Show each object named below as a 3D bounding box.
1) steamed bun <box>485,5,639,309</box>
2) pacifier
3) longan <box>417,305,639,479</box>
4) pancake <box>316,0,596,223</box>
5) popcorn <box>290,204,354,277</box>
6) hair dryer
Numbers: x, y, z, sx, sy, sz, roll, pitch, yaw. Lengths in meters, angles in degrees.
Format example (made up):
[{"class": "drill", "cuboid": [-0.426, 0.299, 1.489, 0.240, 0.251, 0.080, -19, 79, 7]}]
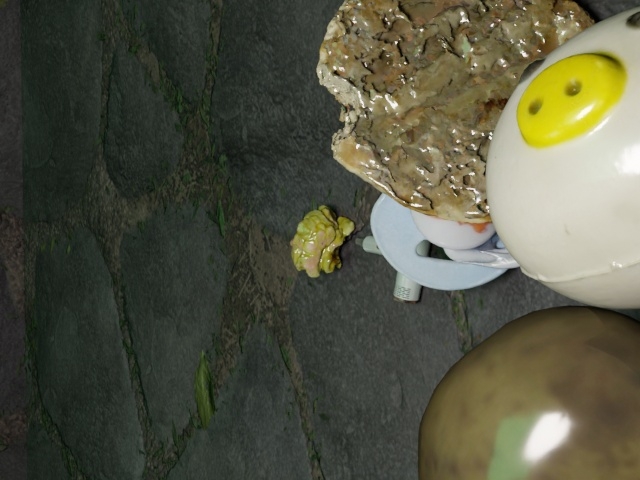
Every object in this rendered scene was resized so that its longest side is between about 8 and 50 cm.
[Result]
[{"class": "steamed bun", "cuboid": [0.353, -0.089, 1.475, 0.374, 0.334, 0.334, -21, 73, 41]}, {"class": "pacifier", "cuboid": [0.193, -0.089, 1.859, 0.233, 0.244, 0.300, -98, 17, -71]}, {"class": "longan", "cuboid": [0.290, 0.267, 1.554, 0.404, 0.336, 0.405, 21, 123, 36]}, {"class": "pancake", "cuboid": [0.174, -0.196, 1.716, 0.071, 0.382, 0.382, 95, 162, -71]}, {"class": "popcorn", "cuboid": [-0.002, 0.001, 2.190, 0.089, 0.109, 0.097, 32, 160, 17]}, {"class": "hair dryer", "cuboid": [0.102, -0.007, 2.087, 0.183, 0.044, 0.155, 31, 114, 54]}]
